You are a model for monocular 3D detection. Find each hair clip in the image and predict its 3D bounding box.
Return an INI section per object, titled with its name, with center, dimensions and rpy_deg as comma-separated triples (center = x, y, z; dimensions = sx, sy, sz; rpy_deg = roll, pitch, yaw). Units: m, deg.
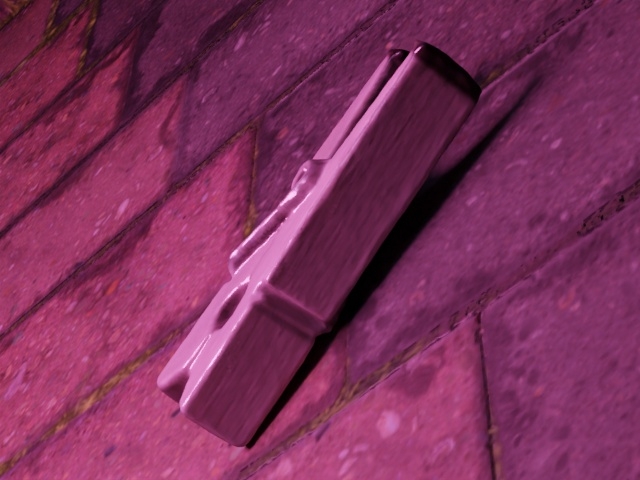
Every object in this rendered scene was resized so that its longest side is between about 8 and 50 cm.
[hair clip]
center = -0.004, -0.002, 1.276
dimensions = 0.330, 0.085, 0.101
rpy_deg = -54, 23, -2
